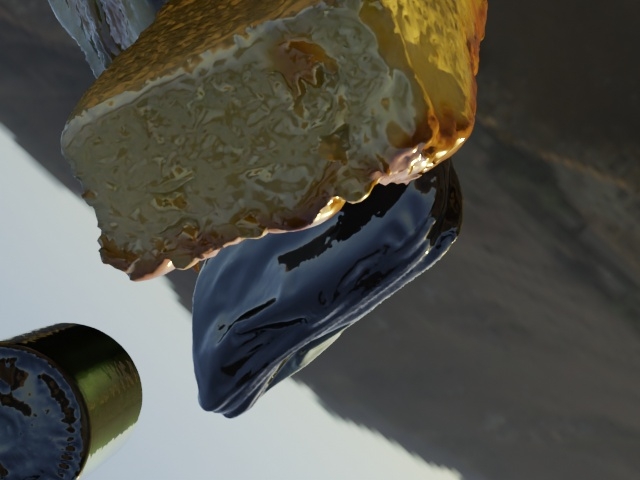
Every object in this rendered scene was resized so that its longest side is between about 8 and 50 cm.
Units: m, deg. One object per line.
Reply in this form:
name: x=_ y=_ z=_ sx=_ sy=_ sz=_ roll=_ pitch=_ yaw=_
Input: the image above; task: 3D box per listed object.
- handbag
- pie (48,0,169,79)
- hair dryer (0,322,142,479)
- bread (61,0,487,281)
handbag: x=-0.002 y=0.002 z=1.269 sx=0.075 sy=0.332 sz=0.191 roll=24 pitch=-135 yaw=-26
pie: x=-0.168 y=-0.244 z=1.289 sx=0.339 sy=0.077 sz=0.339 roll=57 pitch=161 yaw=31
hair dryer: x=-0.165 y=0.063 z=0.564 sx=0.100 sy=0.198 sz=0.057 roll=-16 pitch=-77 yaw=-87
bread: x=-0.010 y=-0.089 z=0.857 sx=0.114 sy=0.185 sz=0.274 roll=62 pitch=-163 yaw=-14
